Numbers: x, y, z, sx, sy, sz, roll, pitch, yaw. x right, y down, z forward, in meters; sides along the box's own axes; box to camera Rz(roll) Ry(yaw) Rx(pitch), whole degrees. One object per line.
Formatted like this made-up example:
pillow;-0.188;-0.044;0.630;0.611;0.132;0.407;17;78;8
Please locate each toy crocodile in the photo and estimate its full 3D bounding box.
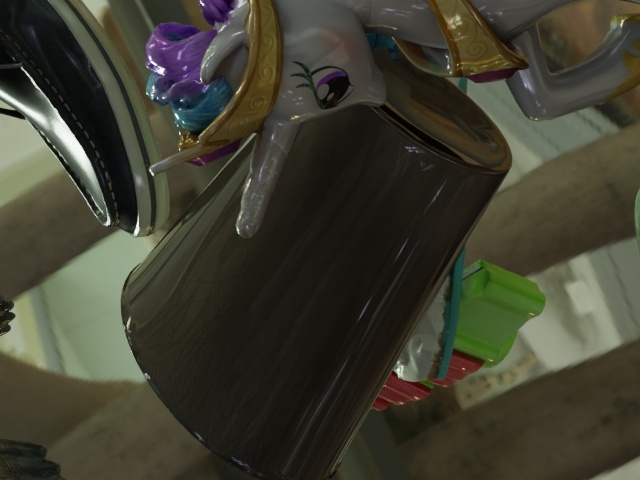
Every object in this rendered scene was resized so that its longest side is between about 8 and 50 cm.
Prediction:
toy crocodile;0.078;0.105;1.085;0.340;0.115;0.105;-32;41;50

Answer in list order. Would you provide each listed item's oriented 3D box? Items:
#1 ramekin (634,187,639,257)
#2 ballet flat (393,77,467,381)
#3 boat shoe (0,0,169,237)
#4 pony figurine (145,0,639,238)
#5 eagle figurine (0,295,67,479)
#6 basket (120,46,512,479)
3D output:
ramekin;0.361;0.058;0.911;0.303;0.148;0.303;45;-145;-44
ballet flat;0.060;-0.084;0.961;0.147;0.147;0.409;75;-158;-70
boat shoe;-0.314;-0.201;1.082;0.500;0.156;0.187;56;158;-3
pony figurine;0.066;-0.202;0.570;0.303;0.363;0.351;-171;70;-71
eagle figurine;-0.406;0.165;1.037;0.226;0.298;0.225;47;-133;-52
basket;0.000;0.000;0.717;0.154;0.227;0.204;7;-142;-44
